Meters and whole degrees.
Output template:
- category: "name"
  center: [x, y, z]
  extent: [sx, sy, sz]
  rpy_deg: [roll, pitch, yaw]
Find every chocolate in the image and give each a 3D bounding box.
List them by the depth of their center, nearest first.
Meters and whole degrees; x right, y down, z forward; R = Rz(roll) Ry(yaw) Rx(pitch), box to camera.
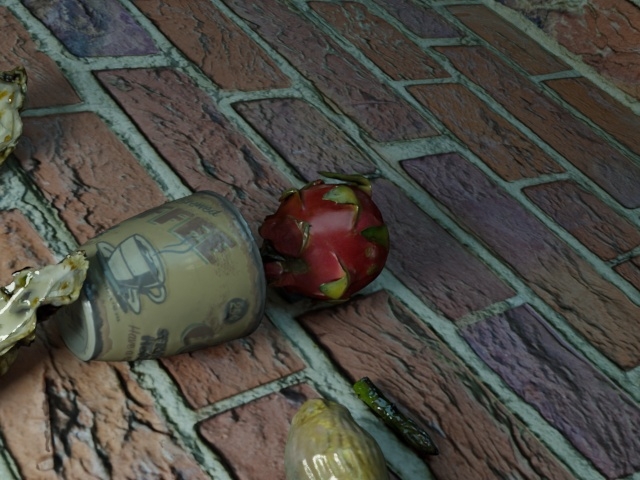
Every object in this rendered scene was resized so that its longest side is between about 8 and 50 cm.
- category: "chocolate"
  center: [0.044, 0.342, 1.181]
  extent: [0.134, 0.134, 0.309]
  rpy_deg: [-4, 48, -33]

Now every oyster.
- category: "oyster"
  center: [-0.400, 0.126, 1.157]
  extent: [0.094, 0.294, 0.166]
  rpy_deg: [56, 0, -21]
- category: "oyster"
  center: [-0.575, -0.178, 1.529]
  extent: [0.166, 0.110, 0.341]
  rpy_deg: [11, 39, -7]

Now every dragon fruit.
- category: "dragon fruit"
  center: [0.005, -0.001, 1.530]
  extent: [0.224, 0.224, 0.227]
  rpy_deg: [41, 20, 23]

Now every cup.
- category: "cup"
  center: [-0.265, 0.053, 1.336]
  extent: [0.257, 0.227, 0.301]
  rpy_deg: [-14, 21, -35]

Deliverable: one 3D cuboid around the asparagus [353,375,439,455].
- category: "asparagus"
  center: [0.116, 0.269, 1.393]
  extent: [0.165, 0.030, 0.036]
  rpy_deg: [39, 28, 22]
